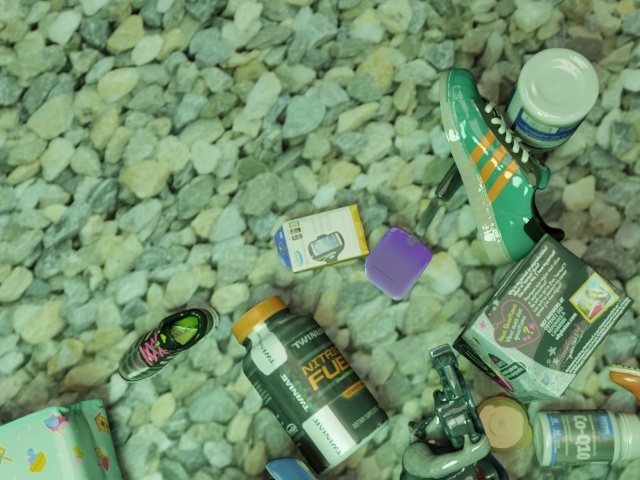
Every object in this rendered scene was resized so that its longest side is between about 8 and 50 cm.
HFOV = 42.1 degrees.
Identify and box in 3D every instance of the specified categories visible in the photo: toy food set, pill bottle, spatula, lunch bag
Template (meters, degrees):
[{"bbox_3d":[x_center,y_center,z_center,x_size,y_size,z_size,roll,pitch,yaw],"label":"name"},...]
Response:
[{"bbox_3d":[0.264,0.267,1.214,0.083,0.020,0.083,-15,78,0],"label":"toy food set"},{"bbox_3d":[0.377,0.278,1.177,0.137,0.078,0.078,-2,78,2],"label":"pill bottle"},{"bbox_3d":[0.331,-0.195,1.223,0.112,0.187,0.112,-1,78,3],"label":"pill bottle"},{"bbox_3d":[0.173,-0.048,1.278,0.084,0.030,0.296,36,80,-5],"label":"spatula"},{"bbox_3d":[-0.024,0.198,1.187,0.130,0.130,0.246,-37,79,-5],"label":"pill bottle"},{"bbox_3d":[-0.417,0.364,1.161,0.262,0.160,0.224,-19,81,10],"label":"lunch bag"}]

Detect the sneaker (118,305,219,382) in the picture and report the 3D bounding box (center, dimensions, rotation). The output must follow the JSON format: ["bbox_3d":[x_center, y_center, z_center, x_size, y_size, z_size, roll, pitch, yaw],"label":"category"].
[{"bbox_3d":[-0.232,0.150,1.235,0.170,0.075,0.063,-32,79,-4],"label":"sneaker"}]

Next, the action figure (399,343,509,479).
[{"bbox_3d":[0.147,0.316,1.065,0.178,0.330,0.341,-18,109,11],"label":"action figure"}]

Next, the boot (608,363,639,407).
[{"bbox_3d":[0.478,0.236,1.193,0.157,0.059,0.085,27,86,7],"label":"boot"}]

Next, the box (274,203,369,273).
[{"bbox_3d":[0.000,0.000,1.281,0.136,0.028,0.081,-14,78,2],"label":"box"}]

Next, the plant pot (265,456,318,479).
[{"bbox_3d":[-0.052,0.420,1.096,0.212,0.236,0.236,-41,79,-12],"label":"plant pot"}]

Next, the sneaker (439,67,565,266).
[{"bbox_3d":[0.266,-0.117,1.212,0.121,0.108,0.302,-17,100,24],"label":"sneaker"}]

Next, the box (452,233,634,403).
[{"bbox_3d":[0.286,0.116,1.129,0.142,0.247,0.163,39,82,11],"label":"box"}]
